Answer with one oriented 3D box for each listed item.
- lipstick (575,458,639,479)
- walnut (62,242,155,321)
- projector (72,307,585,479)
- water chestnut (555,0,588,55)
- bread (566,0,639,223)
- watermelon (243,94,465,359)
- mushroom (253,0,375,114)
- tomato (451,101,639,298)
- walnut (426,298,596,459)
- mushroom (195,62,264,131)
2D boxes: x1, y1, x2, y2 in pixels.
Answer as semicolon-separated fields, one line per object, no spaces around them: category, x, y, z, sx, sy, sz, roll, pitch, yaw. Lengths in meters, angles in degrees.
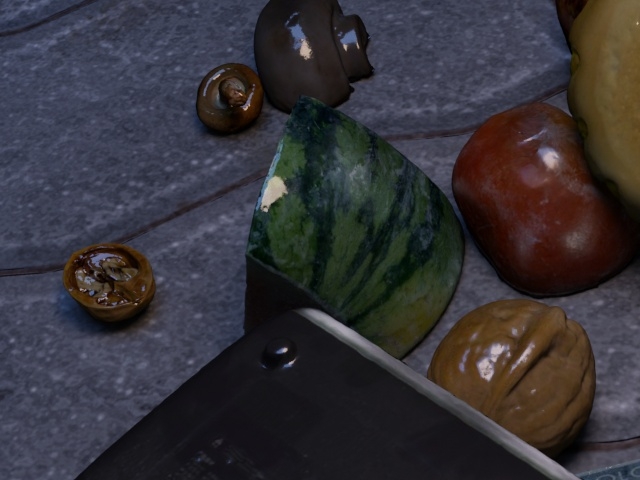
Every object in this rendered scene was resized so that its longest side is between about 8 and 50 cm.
lipstick;0.356;0.217;1.402;0.290;0.076;0.077;-13;44;4
walnut;-0.229;0.053;1.772;0.091;0.052;0.121;-37;49;-22
projector;-0.017;0.304;1.311;0.405;0.242;0.395;-40;49;-22
water chestnut;0.419;-0.299;1.749;0.351;0.302;0.350;-8;39;7
bread;0.389;-0.162;1.553;0.333;0.333;0.160;0;9;18
watermelon;0.000;0.000;1.669;0.201;0.262;0.213;-17;38;43
mushroom;-0.020;-0.247;1.984;0.141;0.117;0.188;-19;46;15
tomato;0.233;-0.062;1.680;0.181;0.155;0.214;-34;47;-12
walnut;0.183;0.129;1.503;0.167;0.149;0.166;10;50;-12
mushroom;-0.107;-0.167;1.941;0.088;0.072;0.129;-25;20;-5
